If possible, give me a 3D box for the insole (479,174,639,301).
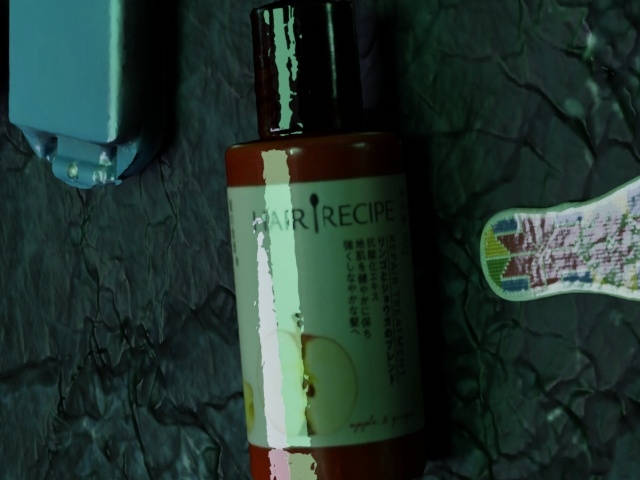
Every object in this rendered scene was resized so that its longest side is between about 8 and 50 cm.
[{"bbox_3d":[0.148,0.001,0.857,0.193,0.006,0.065,-9,89,51],"label":"insole"}]

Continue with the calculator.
[{"bbox_3d":[-0.167,-0.183,1.189,0.173,0.051,0.293,15,107,51],"label":"calculator"}]

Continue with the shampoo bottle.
[{"bbox_3d":[0.000,0.000,0.964,0.104,0.104,0.278,-1,95,52],"label":"shampoo bottle"}]
